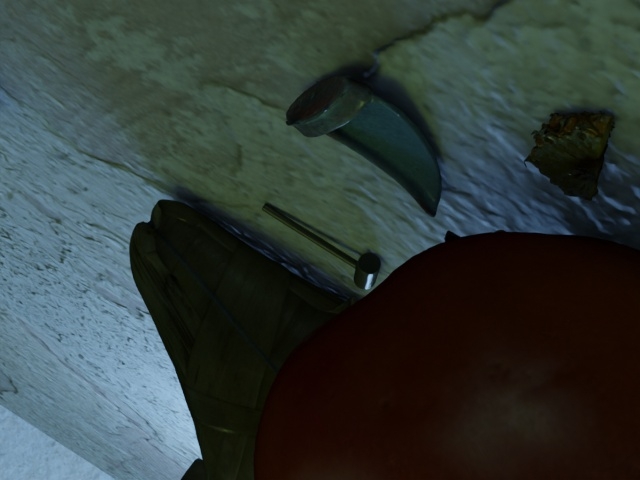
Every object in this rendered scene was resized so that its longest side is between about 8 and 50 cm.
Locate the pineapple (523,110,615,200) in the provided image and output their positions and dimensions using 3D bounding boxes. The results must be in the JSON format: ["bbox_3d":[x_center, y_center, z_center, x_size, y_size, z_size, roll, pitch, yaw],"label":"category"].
[{"bbox_3d":[0.140,-0.050,0.665,0.045,0.019,0.083,22,159,14],"label":"pineapple"}]

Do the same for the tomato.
[{"bbox_3d":[0.129,0.151,0.713,0.321,0.322,0.321,26,157,12],"label":"tomato"}]

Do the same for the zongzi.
[{"bbox_3d":[-0.107,0.118,1.029,0.228,0.256,0.115,32,169,0],"label":"zongzi"}]

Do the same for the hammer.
[{"bbox_3d":[0.000,0.000,0.956,0.110,0.019,0.035,34,158,9],"label":"hammer"}]

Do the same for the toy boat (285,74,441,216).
[{"bbox_3d":[0.045,-0.061,0.760,0.122,0.034,0.096,31,159,-22],"label":"toy boat"}]

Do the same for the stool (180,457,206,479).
[{"bbox_3d":[-0.052,0.239,1.182,0.178,0.272,0.272,29,158,10],"label":"stool"}]
